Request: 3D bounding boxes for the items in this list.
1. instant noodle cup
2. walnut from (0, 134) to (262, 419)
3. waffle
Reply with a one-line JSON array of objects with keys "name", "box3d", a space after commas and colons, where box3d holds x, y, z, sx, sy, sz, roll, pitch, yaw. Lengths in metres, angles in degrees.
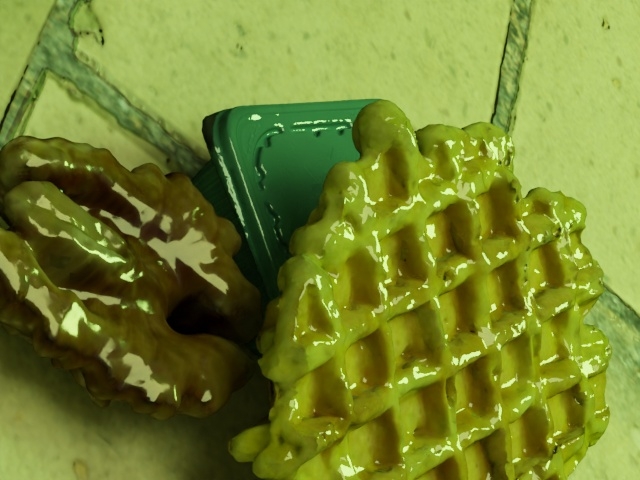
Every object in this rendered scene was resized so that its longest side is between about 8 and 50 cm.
[{"name": "instant noodle cup", "box3d": [0.000, 0.000, 1.117, 0.179, 0.070, 0.157, -7, 72, -51]}, {"name": "walnut", "box3d": [-0.108, 0.022, 0.981, 0.170, 0.069, 0.143, 34, 44, -26]}, {"name": "waffle", "box3d": [0.071, 0.083, 1.068, 0.312, 0.060, 0.307, 26, 72, -45]}]
